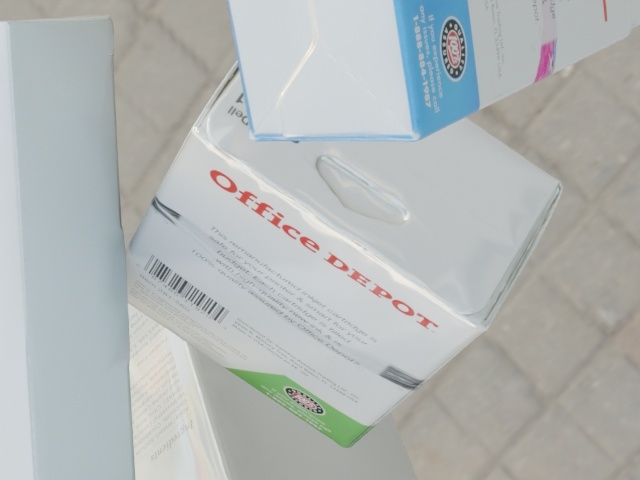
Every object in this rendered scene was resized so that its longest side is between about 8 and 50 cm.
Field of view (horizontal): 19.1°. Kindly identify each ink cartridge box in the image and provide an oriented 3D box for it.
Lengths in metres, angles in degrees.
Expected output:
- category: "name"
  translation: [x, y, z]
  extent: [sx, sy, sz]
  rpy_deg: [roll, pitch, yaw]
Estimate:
- category: "ink cartridge box"
  translation: [0.043, -0.102, 0.590]
  extent: [0.061, 0.181, 0.104]
  rpy_deg: [1, 107, 34]
- category: "ink cartridge box"
  translation: [0.000, 0.000, 0.934]
  extent: [0.160, 0.092, 0.219]
  rpy_deg: [34, 154, -3]

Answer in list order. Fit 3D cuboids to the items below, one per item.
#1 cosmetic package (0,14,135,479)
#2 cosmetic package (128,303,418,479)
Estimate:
- category: "cosmetic package"
  translation: [-0.280, 0.031, 1.014]
  extent: [0.377, 0.097, 0.284]
  rpy_deg: [0, 98, 29]
- category: "cosmetic package"
  translation: [-0.037, 0.210, 1.262]
  extent: [0.156, 0.217, 0.385]
  rpy_deg: [-42, 44, 25]
